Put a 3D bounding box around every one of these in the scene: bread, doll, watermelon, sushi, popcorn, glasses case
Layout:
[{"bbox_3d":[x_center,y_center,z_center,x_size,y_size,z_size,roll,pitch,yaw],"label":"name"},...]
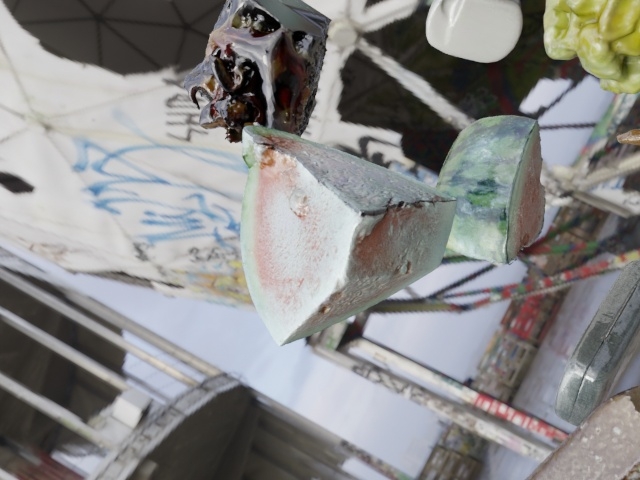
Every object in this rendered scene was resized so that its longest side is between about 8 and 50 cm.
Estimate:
[{"bbox_3d":[0.350,0.355,1.164,0.165,0.113,0.417,-3,-44,-40],"label":"bread"},{"bbox_3d":[0.202,-0.389,0.883,0.423,0.161,0.348,-67,19,-8],"label":"doll"},{"bbox_3d":[0.000,0.000,1.104,0.290,0.319,0.213,-60,6,-5],"label":"watermelon"},{"bbox_3d":[-0.091,-0.251,1.345,0.227,0.215,0.212,-52,17,33],"label":"sushi"},{"bbox_3d":[0.330,-0.089,1.560,0.201,0.213,0.262,14,-89,-40],"label":"watermelon"},{"bbox_3d":[0.492,-0.373,1.324,0.312,0.312,0.312,-59,-12,-20],"label":"popcorn"},{"bbox_3d":[0.482,0.163,1.410,0.323,0.074,0.131,-43,-35,-39],"label":"glasses case"}]

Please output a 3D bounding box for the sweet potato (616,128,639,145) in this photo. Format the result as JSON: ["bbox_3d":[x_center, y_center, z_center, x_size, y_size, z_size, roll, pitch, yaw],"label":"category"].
[{"bbox_3d":[0.567,-0.154,1.325,0.050,0.214,0.050,-32,-50,-48],"label":"sweet potato"}]
